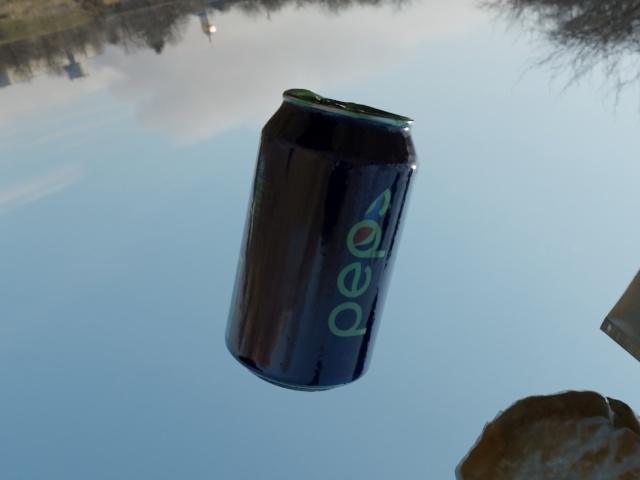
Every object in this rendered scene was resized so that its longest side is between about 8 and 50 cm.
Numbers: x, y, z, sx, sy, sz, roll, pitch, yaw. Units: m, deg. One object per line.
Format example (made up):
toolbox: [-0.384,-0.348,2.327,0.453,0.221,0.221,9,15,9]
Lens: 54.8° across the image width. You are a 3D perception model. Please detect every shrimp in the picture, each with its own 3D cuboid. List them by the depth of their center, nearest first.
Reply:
shrimp: [0.257,0.341,0.599,0.221,0.446,0.110,-22,-164,-1]

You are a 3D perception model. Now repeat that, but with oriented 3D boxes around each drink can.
drink can: [0.000,0.000,0.453,0.118,0.205,0.118,11,-163,-3]

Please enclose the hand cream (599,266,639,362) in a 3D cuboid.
hand cream: [0.398,0.041,0.657,0.248,0.133,0.083,-50,-177,-19]
